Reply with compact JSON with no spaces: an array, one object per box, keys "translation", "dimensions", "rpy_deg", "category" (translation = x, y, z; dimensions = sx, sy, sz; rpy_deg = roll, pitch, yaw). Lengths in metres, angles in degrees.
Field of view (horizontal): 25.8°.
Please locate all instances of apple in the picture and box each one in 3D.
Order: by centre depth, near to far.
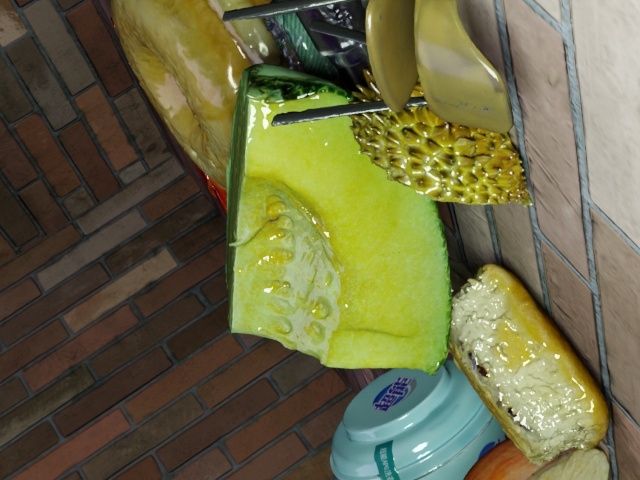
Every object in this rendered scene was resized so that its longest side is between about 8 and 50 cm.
[{"translation":[0.266,0.372,1.836],"dimensions":[0.163,0.251,0.293],"rpy_deg":[30,154,52],"category":"apple"}]

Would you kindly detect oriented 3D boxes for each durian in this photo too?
[{"translation":[0.109,-0.122,1.389],"dimensions":[0.252,0.144,0.139],"rpy_deg":[43,-172,38],"category":"durian"}]

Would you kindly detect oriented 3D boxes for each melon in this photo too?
[{"translation":[-0.007,-0.032,1.561],"dimensions":[0.331,0.226,0.343],"rpy_deg":[30,125,36],"category":"melon"}]

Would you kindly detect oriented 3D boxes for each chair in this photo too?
[{"translation":[0.063,-0.184,1.234],"dimensions":[0.247,0.172,0.159],"rpy_deg":[4,146,20],"category":"chair"}]

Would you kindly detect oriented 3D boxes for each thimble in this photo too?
[{"translation":[-0.004,-0.242,1.607],"dimensions":[0.118,0.090,0.135],"rpy_deg":[61,173,-15],"category":"thimble"}]

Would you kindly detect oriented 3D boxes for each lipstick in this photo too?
[{"translation":[0.035,-0.218,1.505],"dimensions":[0.299,0.081,0.081],"rpy_deg":[56,173,-29],"category":"lipstick"}]

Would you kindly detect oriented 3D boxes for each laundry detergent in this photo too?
[{"translation":[0.184,0.354,2.132],"dimensions":[0.305,0.287,0.287],"rpy_deg":[59,172,-17],"category":"laundry detergent"}]

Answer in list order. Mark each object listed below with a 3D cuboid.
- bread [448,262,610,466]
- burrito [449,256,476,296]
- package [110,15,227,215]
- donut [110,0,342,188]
[{"translation":[0.233,0.148,1.624],"dimensions":[0.245,0.121,0.174],"rpy_deg":[52,178,21],"category":"bread"},{"translation":[0.063,0.023,1.790],"dimensions":[0.348,0.107,0.175],"rpy_deg":[26,174,-2],"category":"burrito"},{"translation":[-0.150,-0.223,2.168],"dimensions":[0.423,0.196,0.123],"rpy_deg":[58,178,-8],"category":"package"},{"translation":[-0.132,-0.250,1.887],"dimensions":[0.449,0.198,0.449],"rpy_deg":[50,167,16],"category":"donut"}]
